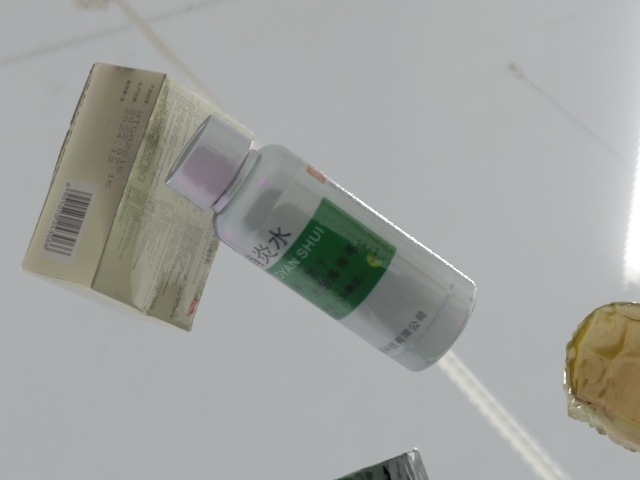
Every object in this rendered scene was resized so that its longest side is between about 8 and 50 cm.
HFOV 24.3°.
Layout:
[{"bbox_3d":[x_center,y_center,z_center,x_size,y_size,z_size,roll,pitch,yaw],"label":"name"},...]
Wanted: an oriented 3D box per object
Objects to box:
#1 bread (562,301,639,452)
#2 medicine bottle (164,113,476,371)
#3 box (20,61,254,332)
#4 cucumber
[{"bbox_3d":[0.432,0.185,1.879,0.133,0.250,0.179,32,-104,-70],"label":"bread"},{"bbox_3d":[0.000,0.000,1.186,0.260,0.095,0.095,36,-79,-11],"label":"medicine bottle"},{"bbox_3d":[-0.167,-0.038,1.406,0.168,0.095,0.212,31,-106,-54],"label":"box"},{"bbox_3d":[0.078,0.378,2.095,0.191,0.130,0.191,-20,-14,-5],"label":"cucumber"}]
